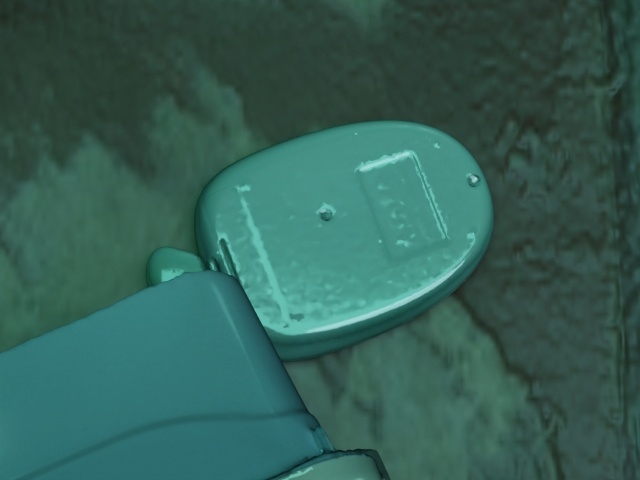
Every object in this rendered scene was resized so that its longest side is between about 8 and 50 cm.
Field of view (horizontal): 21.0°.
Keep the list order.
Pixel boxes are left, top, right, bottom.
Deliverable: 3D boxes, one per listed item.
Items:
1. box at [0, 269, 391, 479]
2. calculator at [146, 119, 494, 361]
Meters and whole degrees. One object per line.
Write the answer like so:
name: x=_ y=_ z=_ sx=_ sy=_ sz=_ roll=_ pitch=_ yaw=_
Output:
box: x=-0.087 y=0.119 z=0.651 sx=0.227 sy=0.162 sz=0.130 roll=-25 pitch=65 yaw=-4
calculator: x=0.000 y=0.000 z=0.744 sx=0.153 sy=0.021 sz=0.095 roll=-19 pitch=74 yaw=-5
